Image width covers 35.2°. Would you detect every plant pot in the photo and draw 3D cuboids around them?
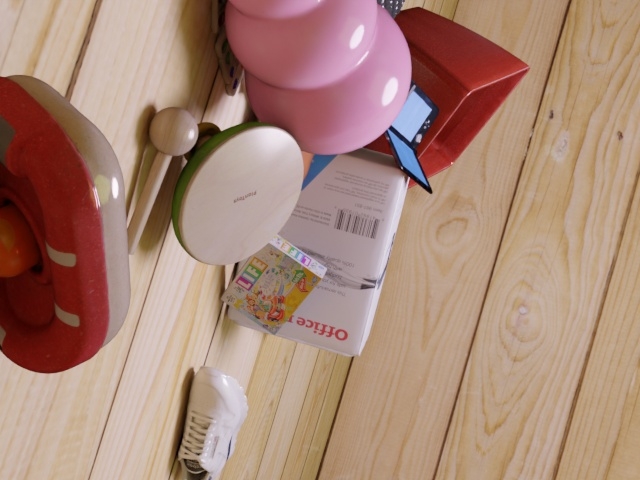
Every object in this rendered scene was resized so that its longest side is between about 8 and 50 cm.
[{"bbox_3d":[0.172,-0.275,1.843,0.267,0.236,0.267,-29,160,-51],"label":"plant pot"}]

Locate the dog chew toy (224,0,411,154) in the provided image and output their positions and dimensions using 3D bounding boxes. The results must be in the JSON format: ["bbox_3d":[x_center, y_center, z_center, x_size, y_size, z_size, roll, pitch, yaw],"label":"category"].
[{"bbox_3d":[-0.016,-0.248,1.171,0.207,0.206,0.332,-69,152,-24],"label":"dog chew toy"}]

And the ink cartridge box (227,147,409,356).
[{"bbox_3d":[0.000,0.000,1.608,0.129,0.223,0.308,-45,149,-74],"label":"ink cartridge box"}]

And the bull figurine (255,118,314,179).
[{"bbox_3d":[-0.060,-0.147,1.424,0.188,0.101,0.310,56,49,-72],"label":"bull figurine"}]

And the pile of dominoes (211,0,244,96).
[{"bbox_3d":[-0.069,-0.328,1.261,0.196,0.040,0.251,79,28,-68],"label":"pile of dominoes"}]

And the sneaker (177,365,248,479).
[{"bbox_3d":[-0.173,0.292,1.544,0.095,0.090,0.235,-49,153,-46],"label":"sneaker"}]

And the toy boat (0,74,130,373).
[{"bbox_3d":[-0.231,0.005,0.732,0.151,0.151,0.231,-28,142,-32],"label":"toy boat"}]

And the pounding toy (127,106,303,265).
[{"bbox_3d":[-0.140,-0.075,1.182,0.236,0.110,0.183,5,114,-50],"label":"pounding toy"}]

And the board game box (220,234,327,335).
[{"bbox_3d":[-0.072,0.065,1.515,0.154,0.103,0.026,-52,-174,40],"label":"board game box"}]

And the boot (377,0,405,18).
[{"bbox_3d":[0.038,-0.408,1.342,0.083,0.161,0.246,-28,147,-8],"label":"boot"}]

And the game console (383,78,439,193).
[{"bbox_3d":[0.148,-0.157,1.522,0.124,0.085,0.144,-56,151,2],"label":"game console"}]
